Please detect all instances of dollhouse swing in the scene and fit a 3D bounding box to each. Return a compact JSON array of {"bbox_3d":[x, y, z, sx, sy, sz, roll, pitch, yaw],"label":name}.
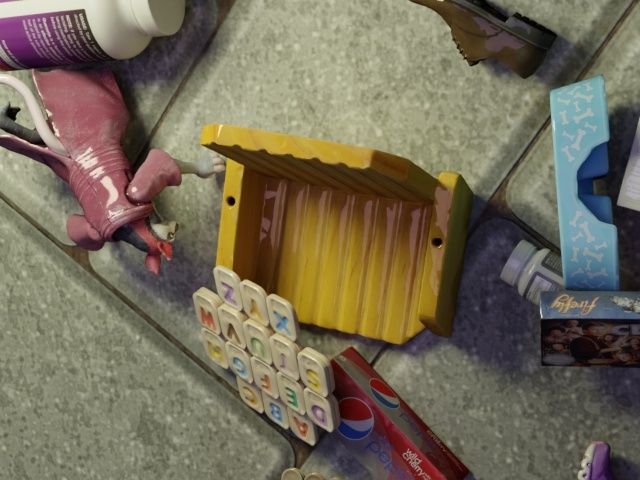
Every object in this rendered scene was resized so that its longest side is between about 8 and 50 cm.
[{"bbox_3d":[0.000,0.000,1.817,0.346,0.305,0.315,11,102,19],"label":"dollhouse swing"}]

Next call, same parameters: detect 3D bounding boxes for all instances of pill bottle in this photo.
[{"bbox_3d":[0.326,0.060,1.818,0.137,0.078,0.078,32,108,15],"label":"pill bottle"},{"bbox_3d":[-0.376,-0.359,1.977,0.323,0.181,0.182,-2,97,22],"label":"pill bottle"}]

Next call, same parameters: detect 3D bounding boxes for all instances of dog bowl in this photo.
[{"bbox_3d":[0.350,-0.069,1.725,0.074,0.166,0.297,-5,89,11],"label":"dog bowl"}]

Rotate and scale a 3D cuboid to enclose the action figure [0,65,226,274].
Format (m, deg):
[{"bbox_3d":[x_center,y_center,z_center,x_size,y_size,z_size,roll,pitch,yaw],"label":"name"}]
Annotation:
[{"bbox_3d":[-0.329,-0.112,1.961,0.248,0.275,0.370,-43,68,15],"label":"action figure"}]

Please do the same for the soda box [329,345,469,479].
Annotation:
[{"bbox_3d":[0.095,0.287,1.940,0.263,0.083,0.092,47,112,9],"label":"soda box"}]

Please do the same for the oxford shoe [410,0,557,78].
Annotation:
[{"bbox_3d":[0.207,-0.295,1.811,0.227,0.083,0.096,32,112,16],"label":"oxford shoe"}]

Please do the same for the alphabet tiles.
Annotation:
[{"bbox_3d":[-0.083,0.175,1.932,0.284,0.021,0.278,26,139,37],"label":"alphabet tiles"}]

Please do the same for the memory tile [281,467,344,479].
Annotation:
[{"bbox_3d":[-0.011,0.435,2.042,0.113,0.012,0.148,7,100,20],"label":"memory tile"}]

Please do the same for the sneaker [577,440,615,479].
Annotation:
[{"bbox_3d":[0.408,0.400,1.814,0.104,0.095,0.236,-2,79,16],"label":"sneaker"}]

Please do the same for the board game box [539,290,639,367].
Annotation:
[{"bbox_3d":[0.415,0.120,1.727,0.243,0.165,0.042,0,62,11],"label":"board game box"}]

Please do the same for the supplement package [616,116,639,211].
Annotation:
[{"bbox_3d":[0.490,-0.151,1.688,0.133,0.139,0.244,17,104,20],"label":"supplement package"}]
